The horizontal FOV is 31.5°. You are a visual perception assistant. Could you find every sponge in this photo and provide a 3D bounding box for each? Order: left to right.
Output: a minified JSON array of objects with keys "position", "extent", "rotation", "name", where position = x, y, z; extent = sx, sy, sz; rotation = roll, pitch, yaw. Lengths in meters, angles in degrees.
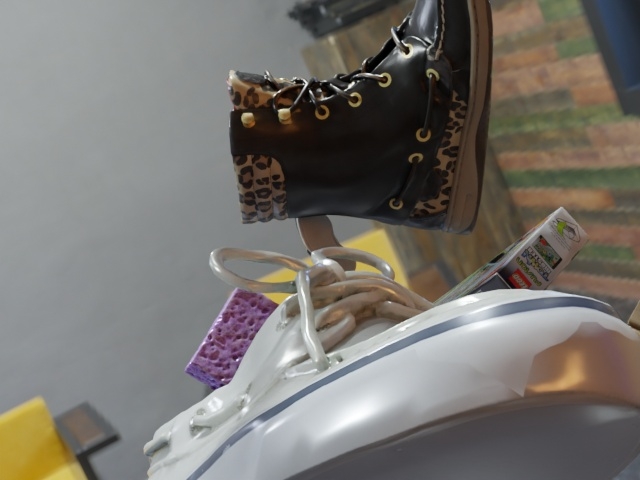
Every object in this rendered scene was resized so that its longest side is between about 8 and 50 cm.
[{"position":[-0.026,0.144,1.191],"extent":[0.117,0.210,0.031],"rotation":[-58,1,-37],"name":"sponge"}]

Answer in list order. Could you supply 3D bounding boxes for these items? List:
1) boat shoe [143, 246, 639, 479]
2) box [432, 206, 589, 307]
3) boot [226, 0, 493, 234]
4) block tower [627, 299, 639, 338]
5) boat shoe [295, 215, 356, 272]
[{"position":[0.004,0.066,0.522],"extent":[0.136,0.156,0.367],"rotation":[8,-28,-22],"name":"boat shoe"},{"position":[0.118,0.059,0.927],"extent":[0.114,0.036,0.207],"rotation":[-38,-3,-44],"name":"box"},{"position":[0.039,-0.171,1.253],"extent":[0.284,0.377,0.138],"rotation":[-2,35,0],"name":"boot"},{"position":[0.341,0.153,1.056],"extent":[0.091,0.335,0.097],"rotation":[27,80,31],"name":"block tower"},{"position":[0.000,0.000,1.406],"extent":[0.046,0.125,0.038],"rotation":[-52,40,-11],"name":"boat shoe"}]
